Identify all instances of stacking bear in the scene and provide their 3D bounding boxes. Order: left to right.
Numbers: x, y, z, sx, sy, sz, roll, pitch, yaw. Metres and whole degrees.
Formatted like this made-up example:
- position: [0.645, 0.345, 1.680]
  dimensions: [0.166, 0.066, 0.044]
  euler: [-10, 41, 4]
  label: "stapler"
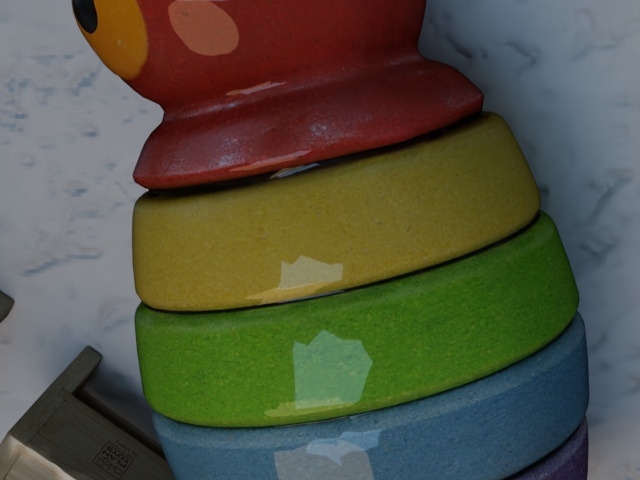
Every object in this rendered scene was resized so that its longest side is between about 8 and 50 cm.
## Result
- position: [0.000, 0.000, 0.413]
  dimensions: [0.164, 0.175, 0.289]
  euler: [-17, 101, -24]
  label: "stacking bear"

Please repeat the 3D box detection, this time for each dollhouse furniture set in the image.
- position: [-0.163, 0.114, 0.526]
  dimensions: [0.183, 0.129, 0.129]
  euler: [34, 119, 0]
  label: "dollhouse furniture set"
